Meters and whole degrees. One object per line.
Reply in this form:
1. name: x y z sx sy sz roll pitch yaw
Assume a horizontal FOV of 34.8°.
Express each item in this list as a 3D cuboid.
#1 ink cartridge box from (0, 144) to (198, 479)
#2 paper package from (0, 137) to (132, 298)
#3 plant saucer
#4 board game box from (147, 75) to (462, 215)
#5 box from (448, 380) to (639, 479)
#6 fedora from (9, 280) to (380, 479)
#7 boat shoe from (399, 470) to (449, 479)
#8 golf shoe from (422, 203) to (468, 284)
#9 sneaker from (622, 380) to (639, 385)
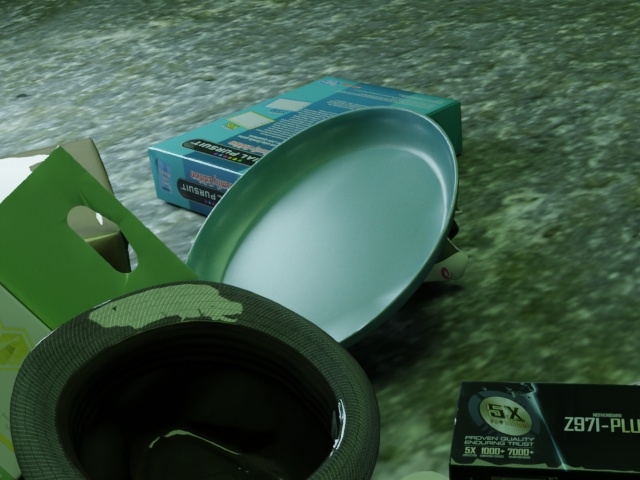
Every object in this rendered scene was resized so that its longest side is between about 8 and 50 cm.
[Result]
1. ink cartridge box: -0.235 0.059 0.827 0.235 0.171 0.056 -47 8 -9
2. paper package: -0.348 0.044 0.996 0.324 0.168 0.309 -14 26 -13
3. plant saucer: 0.000 0.000 0.997 0.317 0.044 0.318 -25 40 23
4. board game box: -0.016 -0.120 1.354 0.336 0.079 0.253 -28 32 -37
5. box: 0.152 0.174 0.573 0.147 0.180 0.077 -1 27 14
6. fedora: -0.084 0.157 0.736 0.243 0.124 0.275 -28 41 -33
7. boat shoe: 0.050 0.224 0.634 0.066 0.063 0.184 19 36 2
8. golf shoe: 0.092 -0.028 1.139 0.120 0.105 0.273 9 32 -2
9. sneaker: 0.218 0.133 0.779 0.178 0.072 0.077 -9 14 -17
